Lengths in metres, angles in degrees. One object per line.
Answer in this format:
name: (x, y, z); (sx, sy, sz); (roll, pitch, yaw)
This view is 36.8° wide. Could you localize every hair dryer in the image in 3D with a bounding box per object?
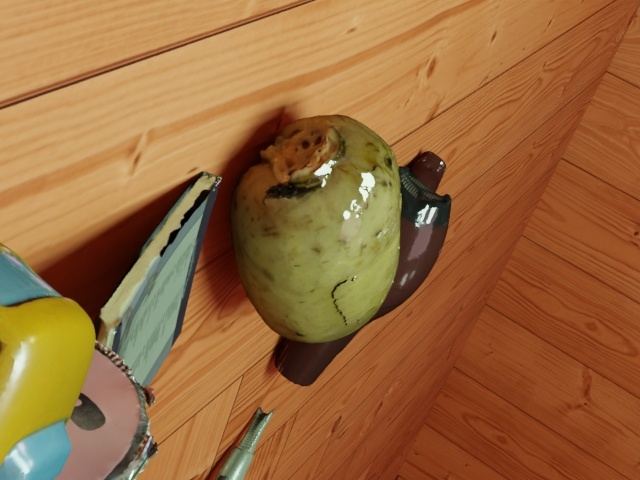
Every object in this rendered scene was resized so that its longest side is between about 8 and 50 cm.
hair dryer: (0.081, -0.003, 1.205); (0.312, 0.123, 0.340); (-57, 178, 37)
hair dryer: (-0.156, 0.328, 1.161); (0.229, 0.092, 0.267); (13, 94, -66)

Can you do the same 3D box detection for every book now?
book: (-0.129, 0.061, 0.689); (0.231, 0.026, 0.157); (-68, 178, -62)

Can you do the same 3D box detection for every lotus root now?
lotus root: (0.000, 0.000, 0.866); (0.160, 0.146, 0.284); (-32, 150, -13)

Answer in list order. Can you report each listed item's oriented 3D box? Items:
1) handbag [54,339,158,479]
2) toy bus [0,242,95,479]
handbag: (-0.195, 0.136, 0.505); (0.205, 0.179, 0.116); (-20, 132, -43)
toy bus: (-0.171, 0.083, 0.343); (0.209, 0.136, 0.126); (-64, 177, -2)
